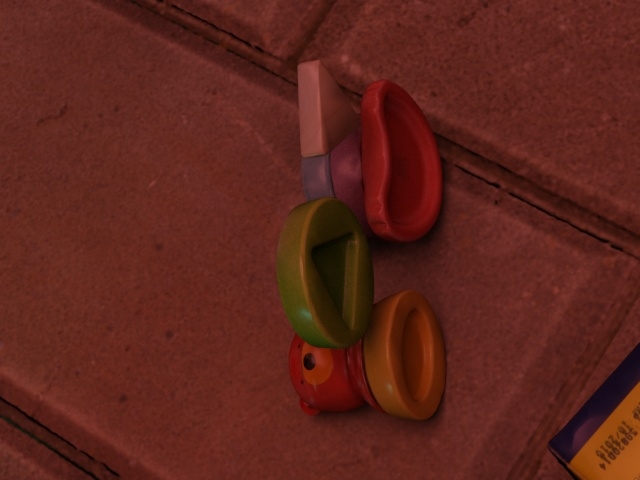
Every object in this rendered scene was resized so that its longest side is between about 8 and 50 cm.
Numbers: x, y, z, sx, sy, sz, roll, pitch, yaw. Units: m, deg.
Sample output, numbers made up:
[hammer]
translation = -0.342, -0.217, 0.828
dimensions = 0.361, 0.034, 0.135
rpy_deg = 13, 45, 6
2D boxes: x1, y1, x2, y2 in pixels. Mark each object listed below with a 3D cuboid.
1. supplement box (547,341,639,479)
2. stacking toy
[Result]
[supplement box]
translation = 0.393, 0.230, 1.577
dimensions = 0.194, 0.195, 0.356
rpy_deg = -48, 62, -2
[stacking toy]
translation = 0.000, 0.000, 1.765
dimensions = 0.130, 0.279, 0.309
rpy_deg = -8, 69, 28
